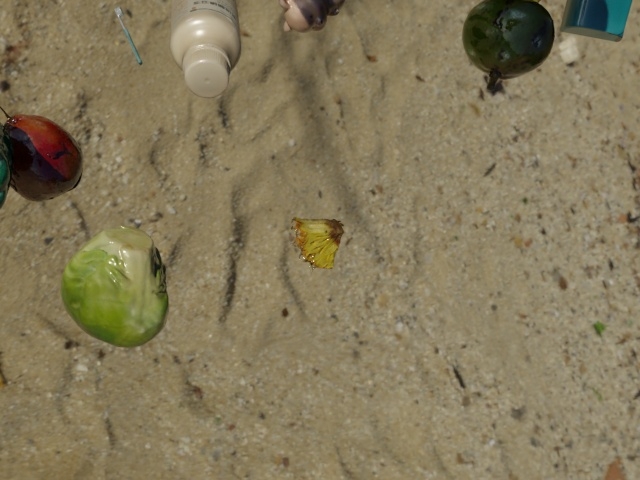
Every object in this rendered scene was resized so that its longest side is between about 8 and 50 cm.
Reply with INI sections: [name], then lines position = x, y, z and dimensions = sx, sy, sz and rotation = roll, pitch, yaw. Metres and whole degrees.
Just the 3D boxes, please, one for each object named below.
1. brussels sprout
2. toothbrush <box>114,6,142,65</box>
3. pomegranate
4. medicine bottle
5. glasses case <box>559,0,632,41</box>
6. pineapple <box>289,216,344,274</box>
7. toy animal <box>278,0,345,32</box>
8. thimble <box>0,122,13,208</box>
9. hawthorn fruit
[brussels sprout]
position = -0.298, 0.069, 0.952
dimensions = 0.144, 0.161, 0.180
rotation = -7, 112, -39
[toothbrush]
position = -0.393, -0.423, 1.343
dimensions = 0.167, 0.014, 0.011
rotation = 63, 8, 24
[pomegranate]
position = 0.346, -0.379, 1.151
dimensions = 0.156, 0.156, 0.220
rotation = 47, 71, -21
[medicine bottle]
position = -0.185, -0.322, 1.051
dimensions = 0.114, 0.114, 0.252
rotation = 32, 31, -34
[glasses case]
position = 0.542, -0.533, 1.208
dimensions = 0.070, 0.117, 0.301
rotation = -50, 151, -84
[pineapple]
position = 0.000, 0.000, 1.349
dimensions = 0.137, 0.116, 0.069
rotation = 56, -1, -41
[toy animal]
position = -0.009, -0.405, 1.115
dimensions = 0.150, 0.089, 0.083
rotation = -37, 131, -27
[thimble]
position = -0.734, -0.141, 1.225
dimensions = 0.288, 0.254, 0.167
rotation = -6, 34, -21
[hawthorn fruit]
position = -0.634, -0.195, 1.428
dimensions = 0.235, 0.181, 0.181
rotation = 60, 32, -44
